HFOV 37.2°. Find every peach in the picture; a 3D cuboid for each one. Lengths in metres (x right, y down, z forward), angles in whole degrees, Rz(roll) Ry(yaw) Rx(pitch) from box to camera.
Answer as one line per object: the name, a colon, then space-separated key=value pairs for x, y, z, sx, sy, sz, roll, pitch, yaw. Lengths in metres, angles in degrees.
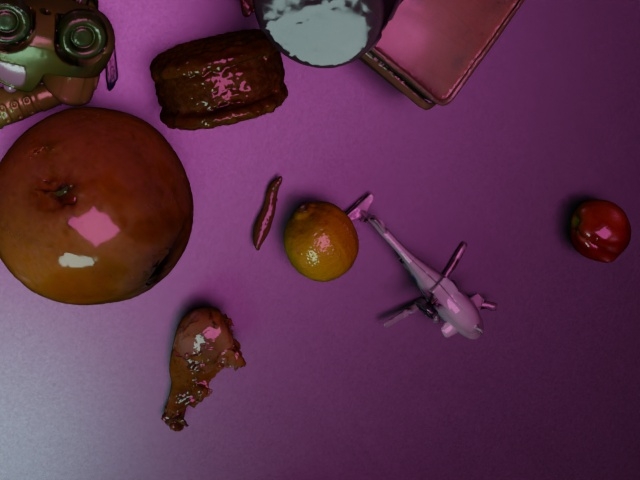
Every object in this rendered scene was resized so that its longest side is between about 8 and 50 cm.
peach: x=0.447 y=-0.016 z=1.509 sx=0.100 sy=0.101 sz=0.101 roll=-4 pitch=105 yaw=-14

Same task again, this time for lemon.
lemon: x=0.000 y=0.000 z=1.385 sx=0.109 sy=0.109 sz=0.133 roll=-35 pitch=119 yaw=-4

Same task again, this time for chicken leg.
chicken leg: x=-0.178 y=0.192 z=1.407 sx=0.101 sy=0.085 sz=0.208 roll=11 pitch=110 yaw=-29

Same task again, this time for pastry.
pastry: x=-0.133 y=-0.214 z=1.253 sx=0.188 sy=0.189 sz=0.103 roll=-15 pitch=109 yaw=-11

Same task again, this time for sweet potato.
sweet potato: x=-0.079 y=-0.041 z=1.398 sx=0.026 sy=0.026 sz=0.115 roll=15 pitch=95 yaw=-18

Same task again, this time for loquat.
loquat: x=-0.297 y=-0.043 z=1.235 sx=0.263 sy=0.263 sz=0.263 roll=-4 pitch=105 yaw=-14

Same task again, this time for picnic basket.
picnic basket: x=0.163 y=-0.332 z=1.326 sx=0.165 sy=0.139 sz=0.267 roll=34 pitch=93 yaw=-20

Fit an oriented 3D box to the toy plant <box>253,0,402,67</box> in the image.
toy plant: x=0.033 y=-0.357 z=1.175 sx=0.185 sy=0.400 sz=0.279 roll=27 pitch=129 yaw=-5

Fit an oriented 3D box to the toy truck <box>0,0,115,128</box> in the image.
toy truck: x=-0.358 y=-0.238 z=1.220 sx=0.187 sy=0.148 sz=0.211 roll=-7 pitch=126 yaw=-16

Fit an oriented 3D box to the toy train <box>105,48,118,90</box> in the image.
toy train: x=-0.286 y=-0.246 z=1.294 sx=0.017 sy=0.017 sz=0.083 roll=-8 pitch=106 yaw=-20

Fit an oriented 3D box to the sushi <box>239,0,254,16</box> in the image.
sushi: x=-0.073 y=-0.467 z=1.237 sx=0.124 sy=0.130 sz=0.332 roll=23 pitch=93 yaw=0

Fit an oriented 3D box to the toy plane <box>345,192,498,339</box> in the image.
toy plane: x=0.161 y=0.042 z=1.443 sx=0.182 sy=0.107 sz=0.273 roll=-28 pitch=105 yaw=-12
